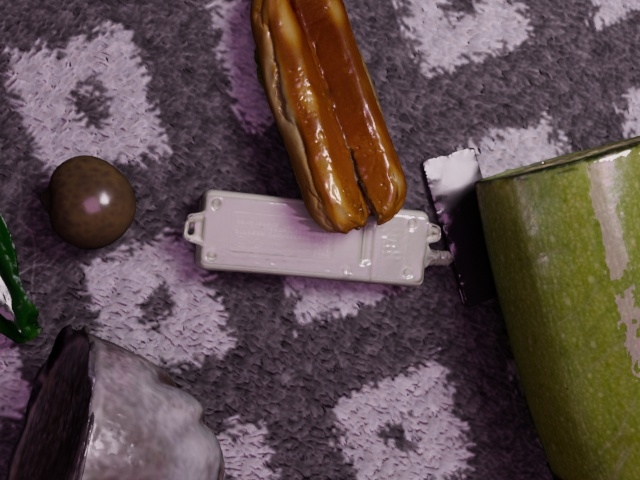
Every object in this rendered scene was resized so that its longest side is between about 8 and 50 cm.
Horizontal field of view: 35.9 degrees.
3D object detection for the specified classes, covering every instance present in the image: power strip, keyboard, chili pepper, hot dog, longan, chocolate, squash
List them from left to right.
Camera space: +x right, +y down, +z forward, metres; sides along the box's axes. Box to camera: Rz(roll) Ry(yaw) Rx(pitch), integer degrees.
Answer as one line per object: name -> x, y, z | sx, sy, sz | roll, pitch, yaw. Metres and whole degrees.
chili pepper -> -0.392, 0.024, 1.138 | 0.108, 0.062, 0.216 | -35, 99, -8
longan -> -0.270, -0.044, 1.144 | 0.113, 0.092, 0.113 | 0, 97, 1
chocolate -> -0.210, 0.260, 1.073 | 0.213, 0.303, 0.303 | 21, 87, -26
hot dog -> -0.001, -0.171, 1.181 | 0.135, 0.100, 0.337 | -16, 82, -23
power strip -> 0.000, 0.000, 1.213 | 0.338, 0.058, 0.098 | 6, 88, -10
keyboard -> 0.190, -0.017, 1.271 | 0.074, 0.015, 0.197 | -18, 94, -14
squash -> 0.346, 0.081, 1.177 | 0.263, 0.263, 0.384 | -15, 94, -10
